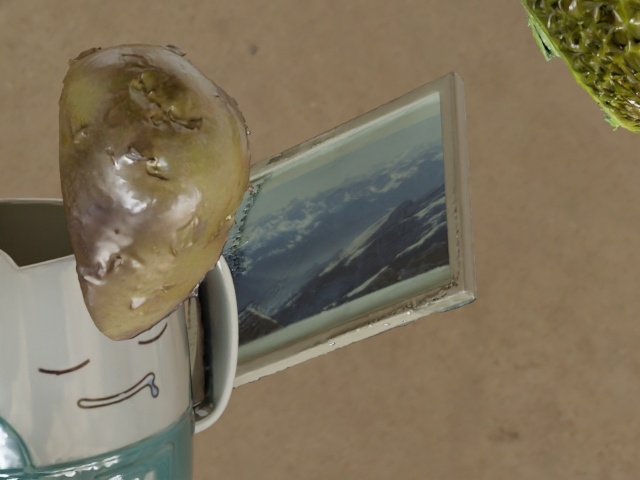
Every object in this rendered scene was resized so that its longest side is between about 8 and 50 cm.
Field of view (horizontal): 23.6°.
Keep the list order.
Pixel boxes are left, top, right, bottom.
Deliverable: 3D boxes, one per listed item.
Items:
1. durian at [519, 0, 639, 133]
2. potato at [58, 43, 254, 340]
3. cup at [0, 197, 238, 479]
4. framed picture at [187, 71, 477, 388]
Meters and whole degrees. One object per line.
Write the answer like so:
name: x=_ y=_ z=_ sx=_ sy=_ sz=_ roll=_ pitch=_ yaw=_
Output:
durian: x=0.188 y=-0.138 z=1.036 sx=0.086 sy=0.100 sz=0.215 roll=-38 pitch=95 yaw=-9
potato: x=-0.094 y=-0.024 z=0.847 sx=0.101 sy=0.089 sz=0.172 roll=-3 pitch=95 yaw=10
cup: x=-0.177 y=0.091 z=1.105 sx=0.290 sy=0.219 sz=0.257 roll=-19 pitch=111 yaw=-44
framed picture: x=0.000 y=0.000 z=1.483 sx=0.022 sy=0.335 sz=0.247 roll=34 pitch=45 yaw=-42
